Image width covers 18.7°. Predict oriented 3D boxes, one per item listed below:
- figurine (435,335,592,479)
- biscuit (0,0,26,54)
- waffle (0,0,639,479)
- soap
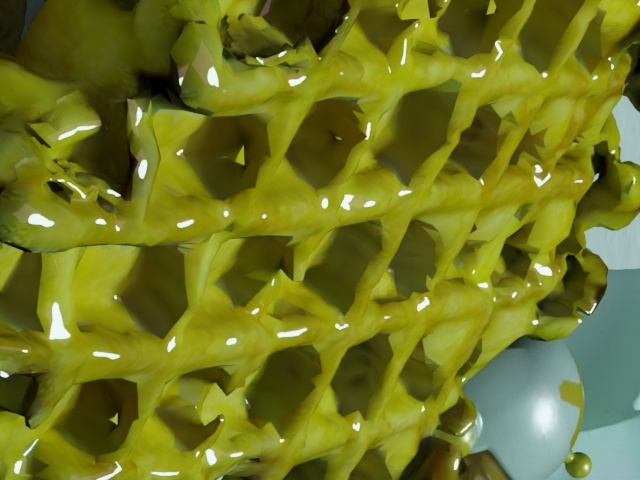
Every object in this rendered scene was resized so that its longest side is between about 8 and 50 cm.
[{"bbox_3d":[0.061,0.035,0.761,0.101,0.068,0.143,-30,107,-74],"label":"figurine"},{"bbox_3d":[-0.086,-0.127,0.353,0.158,0.035,0.240,-35,128,-68],"label":"biscuit"},{"bbox_3d":[0.000,0.000,0.435,0.232,0.051,0.228,-40,147,-15],"label":"waffle"},{"bbox_3d":[0.130,0.103,0.924,0.230,0.091,0.145,72,27,-46],"label":"soap"}]
